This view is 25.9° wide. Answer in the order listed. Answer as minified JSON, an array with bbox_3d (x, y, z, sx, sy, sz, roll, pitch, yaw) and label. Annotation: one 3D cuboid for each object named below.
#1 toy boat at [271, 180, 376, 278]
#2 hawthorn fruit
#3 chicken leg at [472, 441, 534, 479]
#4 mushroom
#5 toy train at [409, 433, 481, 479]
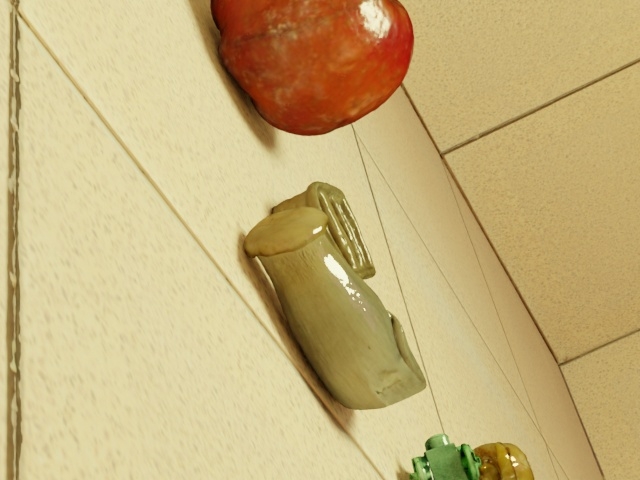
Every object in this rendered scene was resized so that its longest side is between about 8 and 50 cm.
[{"bbox_3d":[0.000,0.000,1.488,0.116,0.061,0.188,67,11,6],"label":"toy boat"},{"bbox_3d":[0.017,-0.255,1.595,0.242,0.272,0.241,52,25,-37],"label":"hawthorn fruit"},{"bbox_3d":[0.205,0.309,1.734,0.207,0.101,0.085,93,-19,-67],"label":"chicken leg"},{"bbox_3d":[0.019,0.078,1.320,0.247,0.096,0.108,56,39,-27],"label":"mushroom"},{"bbox_3d":[0.158,0.329,1.470,0.119,0.085,0.251,79,-5,-65],"label":"toy train"}]
